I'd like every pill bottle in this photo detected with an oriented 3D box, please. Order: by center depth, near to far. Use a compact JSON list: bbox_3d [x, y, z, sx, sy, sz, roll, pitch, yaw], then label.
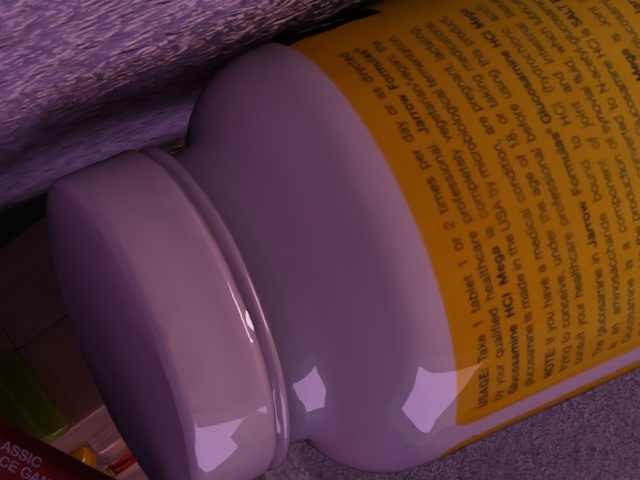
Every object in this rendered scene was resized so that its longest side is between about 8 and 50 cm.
[{"bbox_3d":[0.064,-0.017,0.776,0.334,0.188,0.188,-22,176,-20],"label":"pill bottle"}]

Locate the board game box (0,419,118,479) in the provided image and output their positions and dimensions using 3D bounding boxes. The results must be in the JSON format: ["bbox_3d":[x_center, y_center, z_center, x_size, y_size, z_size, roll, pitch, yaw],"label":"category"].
[{"bbox_3d":[-0.150,0.098,0.763,0.145,0.281,0.027,-31,-148,62],"label":"board game box"}]

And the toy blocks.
[{"bbox_3d":[-0.082,0.041,1.035,0.261,0.191,0.381,-36,169,-9],"label":"toy blocks"}]
